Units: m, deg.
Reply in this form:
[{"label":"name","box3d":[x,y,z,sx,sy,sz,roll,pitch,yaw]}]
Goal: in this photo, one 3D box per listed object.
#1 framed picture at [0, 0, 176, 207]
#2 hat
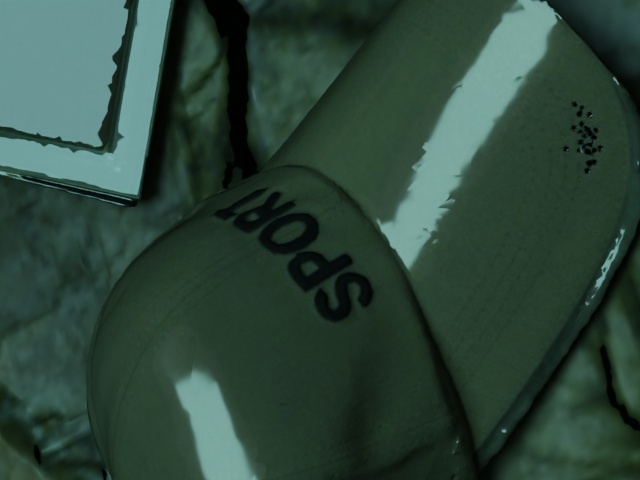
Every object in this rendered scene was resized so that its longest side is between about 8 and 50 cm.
[{"label":"framed picture","box3d":[-0.121,-0.154,0.609,0.197,0.014,0.252,13,96,19]},{"label":"hat","box3d":[0.000,0.000,0.494,0.147,0.085,0.175,42,114,33]}]
